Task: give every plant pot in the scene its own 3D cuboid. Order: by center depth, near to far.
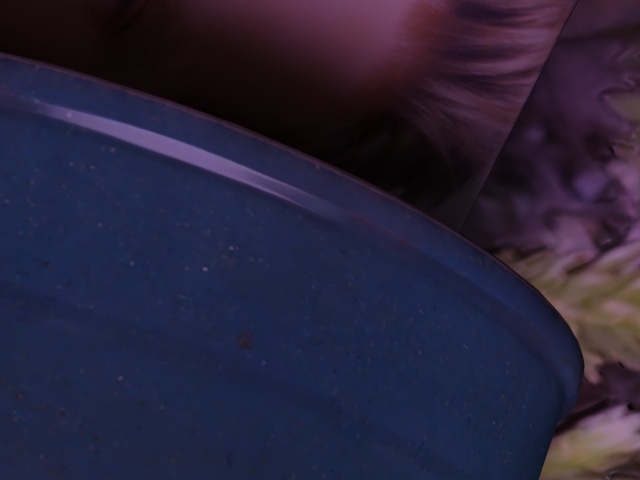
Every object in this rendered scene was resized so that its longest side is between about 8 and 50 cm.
[{"bbox_3d":[-0.093,0.118,0.512,0.272,0.255,0.271,15,162,5],"label":"plant pot"}]

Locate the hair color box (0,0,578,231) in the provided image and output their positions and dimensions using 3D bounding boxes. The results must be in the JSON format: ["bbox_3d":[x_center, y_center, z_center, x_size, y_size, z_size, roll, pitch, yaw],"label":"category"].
[{"bbox_3d":[-0.100,-0.130,0.488,0.347,0.105,0.174,15,128,-12],"label":"hair color box"}]
